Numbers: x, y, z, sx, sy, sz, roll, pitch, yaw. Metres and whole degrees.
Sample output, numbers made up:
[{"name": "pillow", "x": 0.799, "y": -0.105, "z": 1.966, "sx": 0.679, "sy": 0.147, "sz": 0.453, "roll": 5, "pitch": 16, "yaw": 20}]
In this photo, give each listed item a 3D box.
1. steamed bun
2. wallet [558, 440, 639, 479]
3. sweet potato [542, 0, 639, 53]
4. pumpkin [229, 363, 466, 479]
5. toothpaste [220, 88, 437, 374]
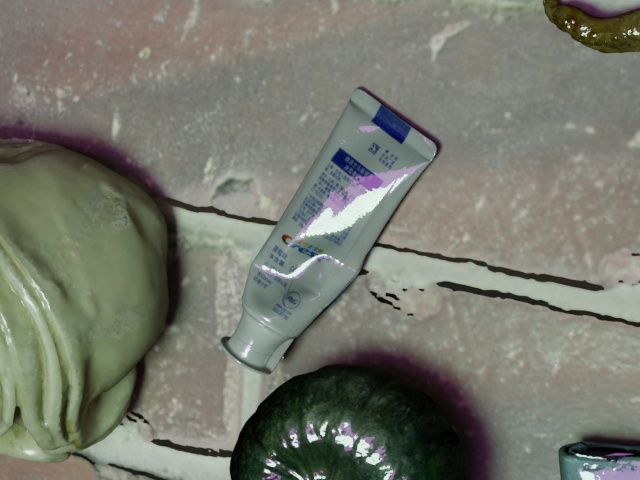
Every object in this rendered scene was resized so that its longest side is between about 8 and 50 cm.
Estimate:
[{"name": "steamed bun", "x": -0.323, "y": 0.055, "z": 1.253, "sx": 0.324, "sy": 0.219, "sz": 0.310, "roll": 28, "pitch": 110, "yaw": 21}, {"name": "wallet", "x": 0.334, "y": 0.287, "z": 1.042, "sx": 0.290, "sy": 0.054, "sz": 0.251, "roll": -1, "pitch": 100, "yaw": 26}, {"name": "sweet potato", "x": 0.240, "y": -0.166, "z": 1.021, "sx": 0.153, "sy": 0.038, "sz": 0.041, "roll": 11, "pitch": 82, "yaw": 35}, {"name": "pumpkin", "x": 0.022, "y": 0.211, "z": 1.136, "sx": 0.211, "sy": 0.152, "sz": 0.212, "roll": -4, "pitch": 82, "yaw": 30}, {"name": "toothpaste", "x": 0.000, "y": 0.000, "z": 1.174, "sx": 0.096, "sy": 0.061, "sz": 0.266, "roll": 38, "pitch": 107, "yaw": 19}]
